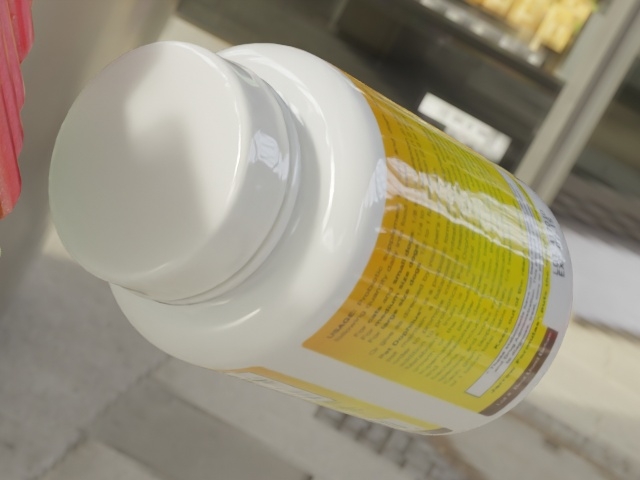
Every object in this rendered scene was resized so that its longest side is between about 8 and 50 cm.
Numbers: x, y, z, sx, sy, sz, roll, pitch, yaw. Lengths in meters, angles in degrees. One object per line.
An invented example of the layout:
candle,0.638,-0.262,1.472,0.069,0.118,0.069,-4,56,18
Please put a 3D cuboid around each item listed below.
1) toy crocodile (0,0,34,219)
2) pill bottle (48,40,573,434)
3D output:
toy crocodile,-0.131,-0.081,0.560,0.105,0.115,0.340,-5,43,-4
pill bottle,0.000,0.000,0.671,0.117,0.117,0.215,39,8,35
